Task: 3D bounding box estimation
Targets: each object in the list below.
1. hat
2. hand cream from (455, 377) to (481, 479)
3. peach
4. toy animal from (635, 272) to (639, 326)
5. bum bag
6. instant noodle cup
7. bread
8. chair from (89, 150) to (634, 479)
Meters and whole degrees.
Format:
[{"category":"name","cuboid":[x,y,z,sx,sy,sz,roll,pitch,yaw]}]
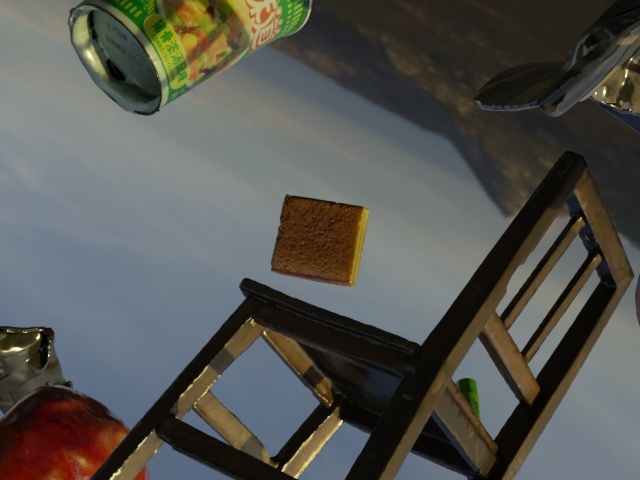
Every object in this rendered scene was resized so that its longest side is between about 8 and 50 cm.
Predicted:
[{"category":"hat","cuboid":[0.337,-0.185,0.972,0.366,0.257,0.381,10,-155,-22]},{"category":"hand cream","cuboid":[0.152,0.194,1.017,0.023,0.036,0.122,6,-132,-7]},{"category":"peach","cuboid":[-0.361,0.308,1.253,0.281,0.281,0.338,21,172,-40]},{"category":"toy animal","cuboid":[0.315,0.010,0.687,0.212,0.124,0.124,-24,-141,-32]},{"category":"bum bag","cuboid":[-0.503,0.247,1.765,0.326,0.142,0.079,83,163,-51]},{"category":"instant noodle cup","cuboid":[-0.156,-0.269,1.169,0.207,0.233,0.207,32,147,23]},{"category":"bread","cuboid":[0.000,0.000,1.105,0.094,0.090,0.035,10,173,16]},{"category":"chair","cuboid":[0.049,0.114,0.866,0.240,0.416,0.203,16,152,42]}]
